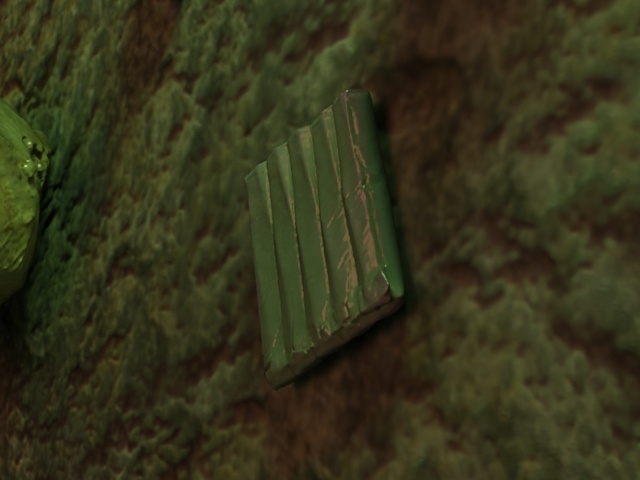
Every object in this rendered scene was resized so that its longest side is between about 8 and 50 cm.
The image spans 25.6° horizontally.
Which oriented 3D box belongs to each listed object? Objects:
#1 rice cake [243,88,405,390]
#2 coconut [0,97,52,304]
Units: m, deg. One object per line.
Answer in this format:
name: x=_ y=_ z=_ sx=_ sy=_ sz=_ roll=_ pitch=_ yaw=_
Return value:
rice cake: x=0.000 y=0.000 z=1.180 sx=0.189 sy=0.037 sz=0.198 roll=-38 pitch=55 yaw=43
coconut: x=-0.480 y=-0.056 z=1.580 sx=0.346 sy=0.360 sz=0.346 roll=52 pitch=160 yaw=26
